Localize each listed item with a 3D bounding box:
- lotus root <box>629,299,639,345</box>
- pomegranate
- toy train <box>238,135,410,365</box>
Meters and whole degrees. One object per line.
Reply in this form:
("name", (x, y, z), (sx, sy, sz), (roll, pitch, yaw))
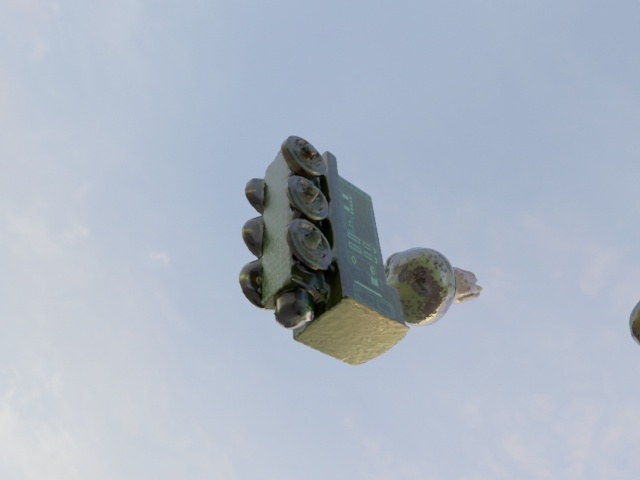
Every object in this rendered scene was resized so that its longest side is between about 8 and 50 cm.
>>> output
("lotus root", (0.500, 0.080, 0.784), (0.179, 0.080, 0.089), (-44, -138, 9))
("pomegranate", (0.169, 0.064, 0.910), (0.126, 0.163, 0.138), (62, -19, 8))
("toy train", (0.000, 0.000, 0.545), (0.090, 0.137, 0.226), (-42, -146, 31))
